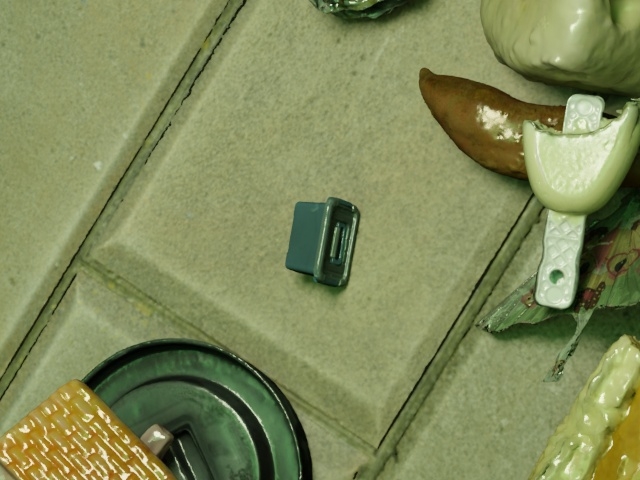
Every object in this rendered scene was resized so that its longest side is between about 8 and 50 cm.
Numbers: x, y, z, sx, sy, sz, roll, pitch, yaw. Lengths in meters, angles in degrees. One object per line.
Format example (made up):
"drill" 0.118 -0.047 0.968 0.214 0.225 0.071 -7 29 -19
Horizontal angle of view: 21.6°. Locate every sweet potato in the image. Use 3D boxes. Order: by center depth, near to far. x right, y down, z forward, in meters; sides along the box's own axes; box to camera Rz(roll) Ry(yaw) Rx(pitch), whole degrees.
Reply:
"sweet potato" 0.253 -0.105 1.841 0.355 0.095 0.106 19 50 17

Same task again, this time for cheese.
"cheese" 0.266 -0.043 1.766 0.127 0.050 0.235 8 93 13
"cheese" 0.292 -0.249 1.831 0.248 0.251 0.173 26 106 54

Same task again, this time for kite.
"kite" 0.292 0.044 1.783 0.323 0.013 0.267 -17 36 48

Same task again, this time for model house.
"model house" -0.241 0.304 1.789 0.202 0.237 0.237 41 96 24

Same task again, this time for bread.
"bread" 0.296 0.284 1.701 0.165 0.236 0.375 28 94 28

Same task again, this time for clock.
"clock" -0.165 0.273 1.929 0.319 0.066 0.318 -2 81 16

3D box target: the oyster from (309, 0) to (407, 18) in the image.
"oyster" 0.056 -0.390 1.934 0.198 0.112 0.267 -6 77 16

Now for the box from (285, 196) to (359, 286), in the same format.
"box" 0.000 0.000 1.918 0.054 0.074 0.099 7 84 32
